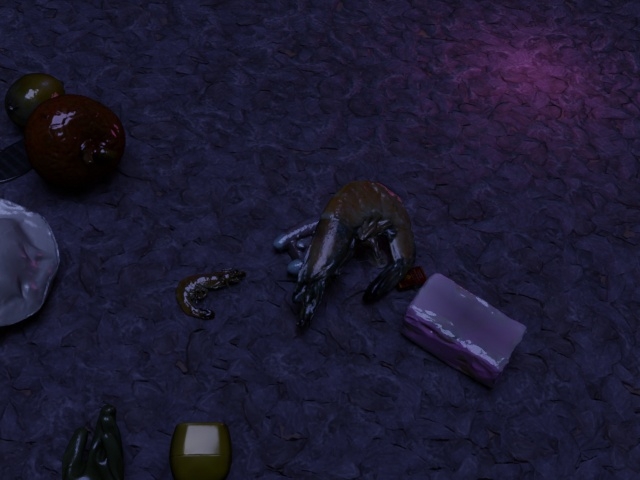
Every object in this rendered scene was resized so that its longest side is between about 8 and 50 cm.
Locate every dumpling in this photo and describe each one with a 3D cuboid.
[{"bbox_3d":[-0.735,0.068,1.698,0.260,0.181,0.341,14,29,-9],"label":"dumpling"}]

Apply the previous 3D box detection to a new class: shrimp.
[{"bbox_3d":[0.082,0.051,1.848,0.272,0.085,0.445,39,63,-11],"label":"shrimp"},{"bbox_3d":[-0.255,0.127,1.809,0.178,0.034,0.124,-10,57,-14],"label":"shrimp"}]

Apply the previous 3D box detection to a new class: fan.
[{"bbox_3d":[0.141,0.053,1.945,0.060,0.003,0.080,40,57,22],"label":"fan"}]

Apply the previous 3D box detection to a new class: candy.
[{"bbox_3d":[0.333,0.213,1.784,0.265,0.116,0.155,33,52,14],"label":"candy"}]

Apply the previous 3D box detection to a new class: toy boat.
[{"bbox_3d":[0.000,0.000,1.913,0.227,0.085,0.155,-19,57,-22],"label":"toy boat"}]

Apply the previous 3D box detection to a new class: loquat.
[{"bbox_3d":[-0.767,-0.383,2.051,0.152,0.152,0.195,27,38,12],"label":"loquat"}]

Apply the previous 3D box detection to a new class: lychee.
[{"bbox_3d":[-0.622,-0.254,1.915,0.255,0.255,0.300,-37,34,-31],"label":"lychee"}]

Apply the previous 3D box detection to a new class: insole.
[{"bbox_3d":[-0.768,-0.251,2.036,0.110,0.012,0.309,35,56,19],"label":"insole"}]

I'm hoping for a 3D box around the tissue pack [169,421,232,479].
[{"bbox_3d":[-0.236,0.428,1.488,0.123,0.178,0.127,0,71,-11],"label":"tissue pack"}]

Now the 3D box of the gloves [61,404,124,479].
[{"bbox_3d":[-0.444,0.457,1.481,0.135,0.107,0.268,8,69,7],"label":"gloves"}]

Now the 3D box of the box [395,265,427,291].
[{"bbox_3d":[0.226,0.097,1.912,0.082,0.023,0.051,-12,54,-17],"label":"box"}]
